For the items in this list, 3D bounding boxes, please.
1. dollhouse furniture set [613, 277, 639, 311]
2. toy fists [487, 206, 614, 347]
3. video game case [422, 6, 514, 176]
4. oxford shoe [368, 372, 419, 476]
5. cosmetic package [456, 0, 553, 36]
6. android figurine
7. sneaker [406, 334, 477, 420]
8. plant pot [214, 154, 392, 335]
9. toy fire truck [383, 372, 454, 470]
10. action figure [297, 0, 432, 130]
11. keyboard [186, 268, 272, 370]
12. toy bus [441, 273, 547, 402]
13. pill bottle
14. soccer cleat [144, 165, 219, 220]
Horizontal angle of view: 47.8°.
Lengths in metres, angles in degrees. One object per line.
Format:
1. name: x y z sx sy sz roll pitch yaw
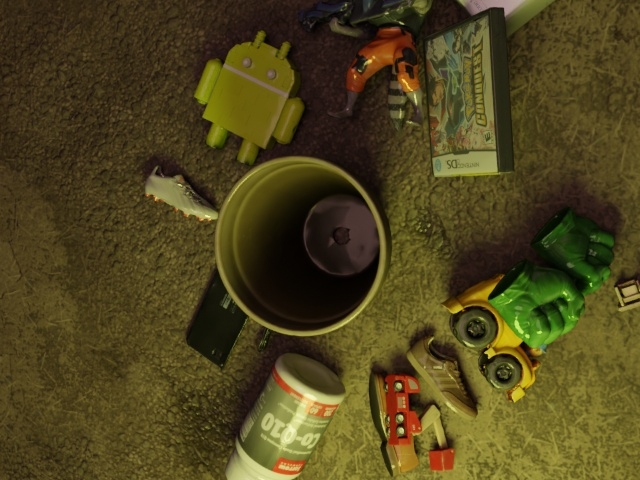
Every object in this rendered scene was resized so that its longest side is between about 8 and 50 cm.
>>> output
1. dollhouse furniture set: 0.603 0.112 1.245 0.161 0.182 0.101 -22 87 19
2. toy fists: 0.428 0.067 1.290 0.142 0.096 0.279 45 65 -2
3. video game case: 0.261 -0.254 1.311 0.035 0.248 0.274 -7 96 -18
4. oxford shoe: 0.150 0.372 1.494 0.076 0.076 0.212 -15 86 -11
5. cosmetic package: 0.333 -0.517 1.314 0.225 0.138 0.224 -38 82 19
6. android figurine: -0.147 -0.305 1.540 0.248 0.056 0.273 30 105 15
7. sneaker: 0.255 0.272 1.440 0.188 0.066 0.071 46 106 10
8. plant pot: 0.000 0.000 1.393 0.323 0.280 0.323 2 95 18
9. toy fire truck: 0.198 0.365 1.454 0.047 0.135 0.192 -29 59 59
10. action figure: 0.108 -0.395 1.423 0.341 0.178 0.330 13 93 48
11. keyboard: -0.164 0.144 1.594 0.201 0.033 0.317 32 105 21
12. toy bus: 0.366 0.161 1.366 0.211 0.149 0.220 -34 85 2
13. pill bottle: -0.079 0.394 1.514 0.161 0.161 0.283 31 103 14
14. soccer cleat: -0.307 -0.104 1.606 0.196 0.068 0.076 25 99 19
